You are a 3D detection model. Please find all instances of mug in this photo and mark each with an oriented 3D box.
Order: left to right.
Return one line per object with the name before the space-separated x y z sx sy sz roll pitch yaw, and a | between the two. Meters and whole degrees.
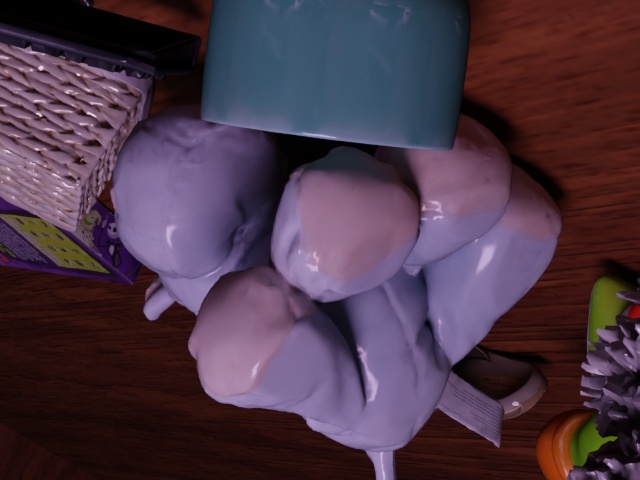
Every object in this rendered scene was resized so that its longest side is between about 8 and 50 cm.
mug | 0.008 -0.102 0.723 0.129 0.097 0.158 6 -173 -7

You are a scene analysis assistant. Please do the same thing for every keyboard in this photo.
keyboard | -0.228 -0.147 0.859 0.317 0.033 0.201 16 -166 5

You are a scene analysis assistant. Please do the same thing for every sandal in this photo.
sandal | 0.105 0.108 1.184 0.180 0.072 0.049 0 132 46

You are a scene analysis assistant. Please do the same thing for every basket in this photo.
basket | -0.216 -0.093 1.013 0.167 0.103 0.113 27 159 -2

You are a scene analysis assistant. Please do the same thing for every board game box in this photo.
board game box | -0.329 -0.076 1.270 0.208 0.056 0.347 2 149 39

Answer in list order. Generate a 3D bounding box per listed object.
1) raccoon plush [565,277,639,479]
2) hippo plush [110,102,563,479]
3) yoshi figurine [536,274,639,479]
raccoon plush | 0.153 -0.039 0.437 0.216 0.299 0.446 11 155 35
hippo plush | 0.000 0.000 0.923 0.236 0.234 0.294 42 174 39
yoshi figurine | 0.273 0.114 0.855 0.203 0.203 0.362 11 158 -6
